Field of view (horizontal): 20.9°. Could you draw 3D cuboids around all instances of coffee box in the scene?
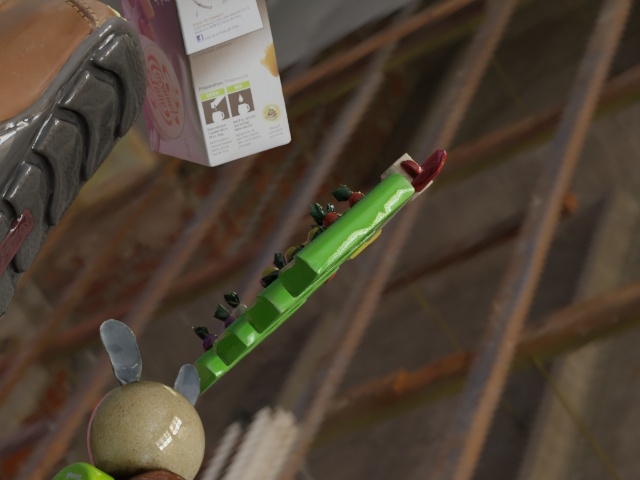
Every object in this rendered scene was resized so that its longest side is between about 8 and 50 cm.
[{"bbox_3d":[-0.121,-0.208,1.684,0.098,0.246,0.141,-19,-161,-27],"label":"coffee box"}]

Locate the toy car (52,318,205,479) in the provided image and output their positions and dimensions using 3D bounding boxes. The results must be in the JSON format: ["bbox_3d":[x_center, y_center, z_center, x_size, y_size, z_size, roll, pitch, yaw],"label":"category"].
[{"bbox_3d":[-0.139,0.155,1.235,0.149,0.155,0.188,-18,-131,35],"label":"toy car"}]

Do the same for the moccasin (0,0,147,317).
[{"bbox_3d":[-0.251,-0.010,0.991,0.147,0.139,0.380,18,-119,22],"label":"moccasin"}]

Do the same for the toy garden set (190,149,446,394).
[{"bbox_3d":[0.000,0.000,1.294,0.204,0.049,0.244,-40,177,-34],"label":"toy garden set"}]
